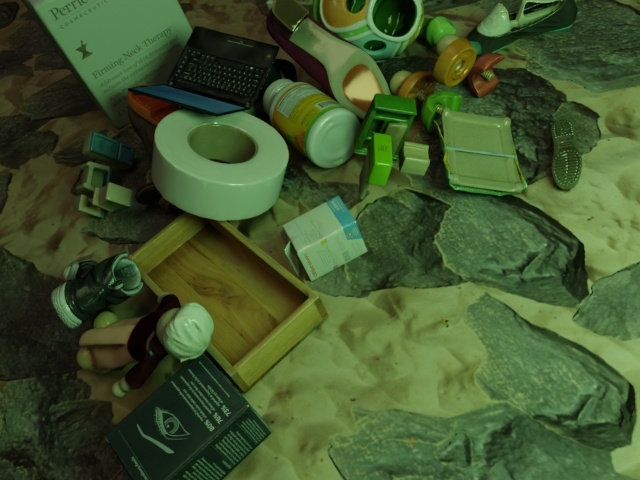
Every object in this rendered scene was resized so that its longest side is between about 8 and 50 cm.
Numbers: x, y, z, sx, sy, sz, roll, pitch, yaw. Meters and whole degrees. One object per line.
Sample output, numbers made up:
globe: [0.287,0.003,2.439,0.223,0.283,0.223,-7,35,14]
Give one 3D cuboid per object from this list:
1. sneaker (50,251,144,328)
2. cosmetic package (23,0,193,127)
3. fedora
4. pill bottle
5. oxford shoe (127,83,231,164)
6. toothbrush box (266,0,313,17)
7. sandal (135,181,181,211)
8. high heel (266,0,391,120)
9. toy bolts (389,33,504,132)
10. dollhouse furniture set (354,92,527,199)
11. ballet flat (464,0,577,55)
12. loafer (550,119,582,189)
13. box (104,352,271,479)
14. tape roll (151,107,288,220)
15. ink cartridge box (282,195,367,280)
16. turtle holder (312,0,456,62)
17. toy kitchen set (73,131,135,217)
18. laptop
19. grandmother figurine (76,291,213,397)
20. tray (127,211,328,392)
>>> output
sneaker: [-0.431,0.081,1.284,0.153,0.101,0.268,-25,17,-3]
cosmetic package: [-0.576,-0.598,1.767,0.329,0.393,0.327,-37,48,-10]
fedora: [-0.234,-0.415,1.634,0.334,0.152,0.334,-13,46,13]
pill bottle: [-0.030,-0.275,1.450,0.136,0.136,0.246,-36,47,-11]
oxford shoe: [-0.342,-0.236,1.568,0.130,0.132,0.364,-24,57,-38]
toothbrush box: [0.030,-0.660,1.771,0.283,0.122,0.206,15,57,33]
sandal: [-0.324,-0.095,1.463,0.219,0.090,0.060,-1,72,11]
high heel: [0.027,-0.408,1.491,0.127,0.377,0.181,-41,6,-1]
toy bolts: [0.266,-0.382,1.375,0.228,0.218,0.158,-32,60,-23]
dollhouse furniture set: [0.232,-0.155,1.293,0.301,0.151,0.197,7,57,-9]
ballet flat: [0.453,-0.514,1.494,0.280,0.096,0.095,-18,47,6]
loafer: [0.467,-0.158,1.217,0.056,0.050,0.148,-3,66,24]
box: [-0.212,0.312,1.034,0.207,0.108,0.153,-40,49,-14]
tape roll: [-0.214,-0.171,1.371,0.286,0.100,0.286,10,41,-9]
ink cartridge box: [0.000,0.000,1.231,0.143,0.092,0.090,-27,46,-3]
turtle holder: [0.145,-0.524,1.531,0.243,0.320,0.227,-50,32,1]
toy kitchen set: [-0.485,-0.160,1.539,0.166,0.122,0.207,-12,67,40]
laptop: [-0.259,-0.390,1.451,0.234,0.136,0.264,19,76,16]
grandmother figurine: [-0.306,0.172,1.115,0.342,0.104,0.208,-18,52,43]
tray: [-0.194,0.090,1.244,0.203,0.076,0.411,-41,48,-15]
